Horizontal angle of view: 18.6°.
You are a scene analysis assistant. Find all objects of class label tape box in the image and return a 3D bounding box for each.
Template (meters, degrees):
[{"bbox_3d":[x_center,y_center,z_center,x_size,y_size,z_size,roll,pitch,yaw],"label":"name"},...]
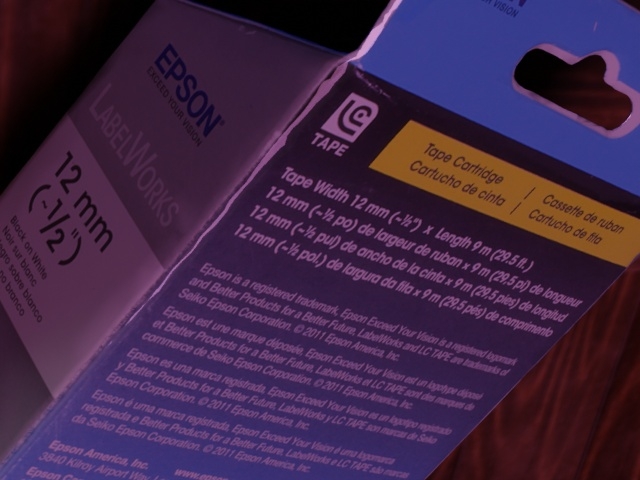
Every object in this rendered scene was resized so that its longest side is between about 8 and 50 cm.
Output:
[{"bbox_3d":[0.000,0.000,0.873,0.249,0.115,0.347,19,118,-48],"label":"label tape box"}]
